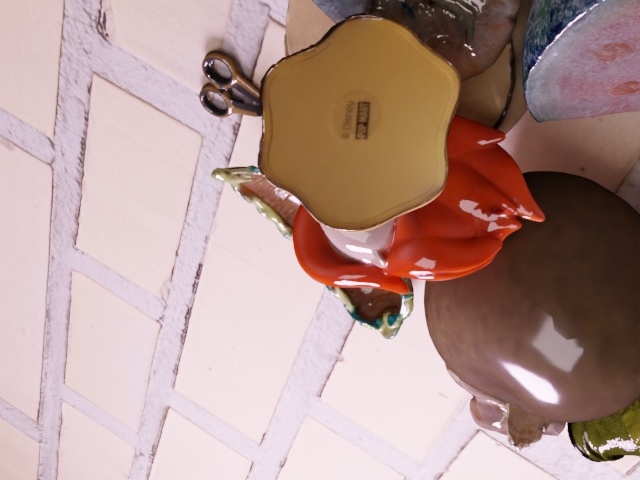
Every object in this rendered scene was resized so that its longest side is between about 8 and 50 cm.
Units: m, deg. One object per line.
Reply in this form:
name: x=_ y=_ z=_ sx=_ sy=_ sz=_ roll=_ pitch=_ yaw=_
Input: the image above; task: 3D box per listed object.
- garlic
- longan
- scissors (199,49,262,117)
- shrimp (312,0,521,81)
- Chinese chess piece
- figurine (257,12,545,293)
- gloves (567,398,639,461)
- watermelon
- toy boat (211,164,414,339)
garlic: x=0.215 y=0.171 z=1.010 sx=0.194 sy=0.127 sz=0.131 roll=-9 pitch=102 yaw=68
longan: x=0.218 y=0.057 z=0.817 sx=0.215 sy=0.246 sz=0.246 roll=1 pitch=137 yaw=-17
scissors: x=-0.044 y=-0.144 z=0.985 sx=0.220 sy=0.017 sz=0.088 roll=27 pitch=134 yaw=12
shrimp: x=0.040 y=-0.246 z=0.673 sx=0.289 sy=0.075 sz=0.178 roll=45 pitch=129 yaw=-1
Chinese chess piece: x=0.087 y=-0.188 z=0.800 sx=0.249 sy=0.103 sz=0.250 roll=18 pitch=131 yaw=22
figurine: x=0.063 y=-0.043 z=0.719 sx=0.181 sy=0.208 sz=0.257 roll=55 pitch=179 yaw=20
gloves: x=0.373 y=0.179 z=0.898 sx=0.107 sy=0.135 sz=0.268 roll=13 pitch=151 yaw=-34
watermelon: x=0.274 y=-0.192 z=0.607 sx=0.226 sy=0.148 sz=0.318 roll=12 pitch=162 yaw=-23
toy boat: x=0.002 y=-0.009 z=1.008 sx=0.293 sy=0.099 sz=0.108 roll=43 pitch=137 yaw=-14
